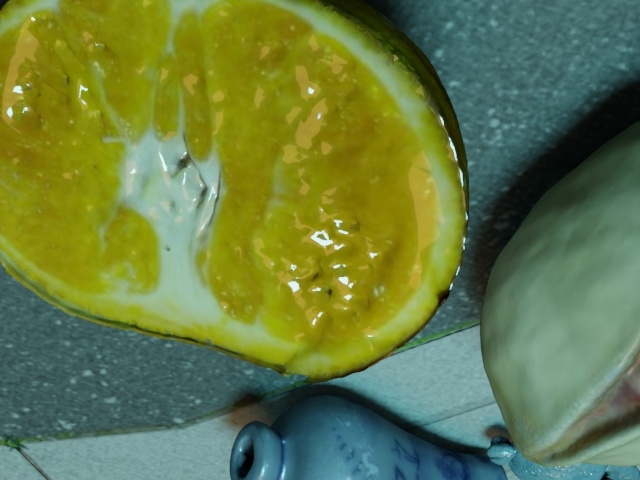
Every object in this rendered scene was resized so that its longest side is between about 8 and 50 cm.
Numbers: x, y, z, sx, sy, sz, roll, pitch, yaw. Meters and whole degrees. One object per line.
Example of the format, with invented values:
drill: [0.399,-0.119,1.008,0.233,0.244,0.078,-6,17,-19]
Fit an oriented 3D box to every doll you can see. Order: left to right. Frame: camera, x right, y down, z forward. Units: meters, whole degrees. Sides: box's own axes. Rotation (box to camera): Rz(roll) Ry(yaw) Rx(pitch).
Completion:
doll: [0.239,0.223,1.273,0.120,0.075,0.180,-17,134,26]

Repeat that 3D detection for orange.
orange: [-0.059,-0.050,0.855,0.310,0.274,0.274,24,157,43]

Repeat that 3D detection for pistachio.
pistachio: [0.236,0.047,0.966,0.229,0.230,0.309,20,142,-19]

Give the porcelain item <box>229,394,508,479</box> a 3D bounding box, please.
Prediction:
porcelain item: [0.045,0.218,1.237,0.259,0.141,0.141,15,137,-25]
